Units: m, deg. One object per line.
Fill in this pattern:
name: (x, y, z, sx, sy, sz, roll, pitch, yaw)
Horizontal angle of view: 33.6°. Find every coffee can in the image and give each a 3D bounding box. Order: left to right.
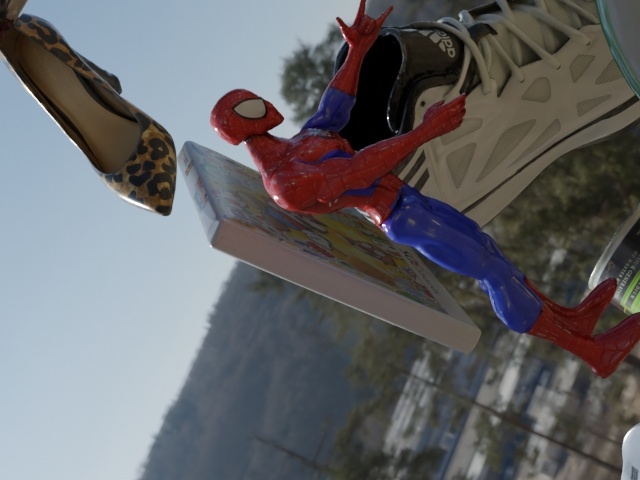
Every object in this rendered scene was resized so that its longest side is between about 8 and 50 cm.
coffee can: (0.546, 0.068, 1.477, 0.201, 0.275, 0.202, -41, -25, -24)

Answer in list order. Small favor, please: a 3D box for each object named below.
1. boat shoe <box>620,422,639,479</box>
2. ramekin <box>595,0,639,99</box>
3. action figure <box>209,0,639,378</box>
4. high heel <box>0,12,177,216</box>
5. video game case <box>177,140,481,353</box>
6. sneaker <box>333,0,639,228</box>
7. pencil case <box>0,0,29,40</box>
boat shoe: (0.372, 0.247, 1.209, 0.040, 0.049, 0.142, -32, -40, -26)
ramekin: (0.306, -0.172, 0.608, 0.148, 0.303, 0.303, -23, -38, -54)
action figure: (0.076, -0.043, 0.625, 0.139, 0.280, 0.091, -62, 11, 13)
high heel: (-0.256, -0.133, 1.117, 0.093, 0.261, 0.186, -44, -38, 13)
video game case: (0.000, 0.000, 0.856, 0.026, 0.227, 0.206, -62, 22, 13)
sneaker: (0.185, -0.170, 0.982, 0.447, 0.169, 0.257, -45, -26, 17)
pencil case: (-0.225, -0.264, 0.748, 0.410, 0.160, 0.183, -51, -8, 10)
